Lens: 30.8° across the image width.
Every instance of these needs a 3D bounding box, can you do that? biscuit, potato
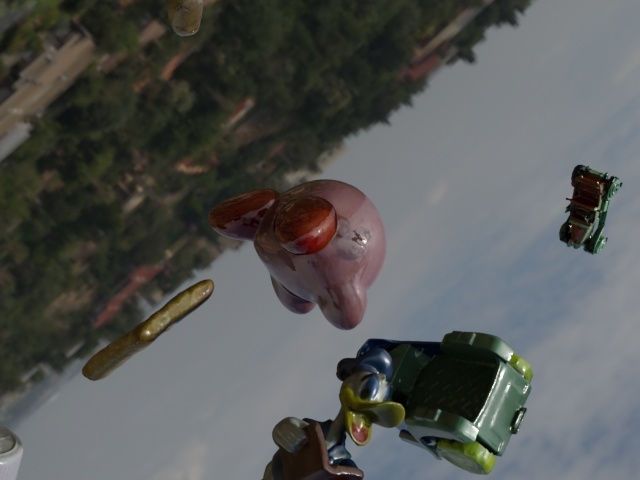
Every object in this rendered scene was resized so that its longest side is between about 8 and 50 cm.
[{"bbox_3d":[-0.255,0.133,1.701,0.183,0.039,0.174,-35,-176,38],"label":"biscuit"},{"bbox_3d":[-0.179,-0.309,1.546,0.037,0.036,0.093,-23,132,-38],"label":"potato"}]

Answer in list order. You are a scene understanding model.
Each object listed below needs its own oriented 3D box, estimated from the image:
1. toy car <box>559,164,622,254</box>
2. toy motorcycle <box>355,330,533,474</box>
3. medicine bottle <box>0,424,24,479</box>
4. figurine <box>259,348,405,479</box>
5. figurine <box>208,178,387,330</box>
[{"bbox_3d":[0.401,-0.044,1.746,0.054,0.073,0.143,-38,143,-44],"label":"toy car"},{"bbox_3d":[0.167,0.241,1.895,0.326,0.200,0.191,2,-124,47],"label":"toy motorcycle"},{"bbox_3d":[-0.628,0.511,1.986,0.242,0.242,0.395,-52,165,-75],"label":"medicine bottle"},{"bbox_3d":[-0.009,0.279,1.629,0.338,0.204,0.283,-53,175,-18],"label":"figurine"},{"bbox_3d":[-0.001,-0.009,1.954,0.269,0.261,0.211,13,-124,51],"label":"figurine"}]
